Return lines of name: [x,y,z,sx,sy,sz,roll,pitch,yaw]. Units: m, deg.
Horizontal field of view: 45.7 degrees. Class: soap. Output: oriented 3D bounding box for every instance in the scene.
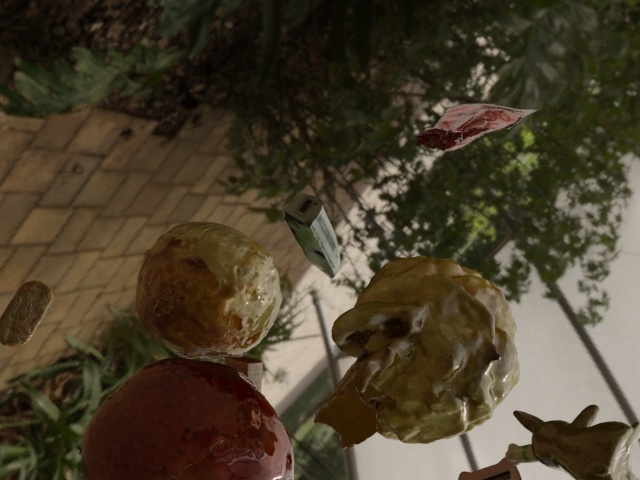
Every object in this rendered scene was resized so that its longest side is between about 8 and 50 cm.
soap: [0.162,0.378,2.069,0.293,0.156,0.335,-48,177,31]

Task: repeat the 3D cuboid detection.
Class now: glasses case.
glasses case: [-0.145,0.330,1.420,0.049,0.075,0.218,1,92,-43]

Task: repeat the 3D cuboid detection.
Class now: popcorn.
popcorn: [0.137,0.126,0.930,0.266,0.233,0.192,3,165,-38]

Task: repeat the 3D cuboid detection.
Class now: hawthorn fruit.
hawthorn fruit: [-0.146,0.315,1.025,0.285,0.369,0.284,-24,121,-48]

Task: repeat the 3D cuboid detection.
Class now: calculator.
calculator: [0.492,0.762,2.205,0.220,0.048,0.329,-24,-167,16]

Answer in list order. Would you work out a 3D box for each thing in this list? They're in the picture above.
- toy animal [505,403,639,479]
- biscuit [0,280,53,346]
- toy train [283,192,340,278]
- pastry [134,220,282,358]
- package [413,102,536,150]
toy animal: [0.606,0.492,1.823,0.181,0.181,0.363,-9,-175,-22]
biscuit: [-0.586,0.145,1.503,0.147,0.071,0.018,-67,-171,-29]
toy train: [0.000,0.001,1.220,0.048,0.055,0.252,-57,159,-14]
pastry: [-0.295,0.140,1.939,0.312,0.389,0.388,-49,173,-38]
package: [0.300,-0.231,1.574,0.194,0.071,0.269,-11,-179,-17]
